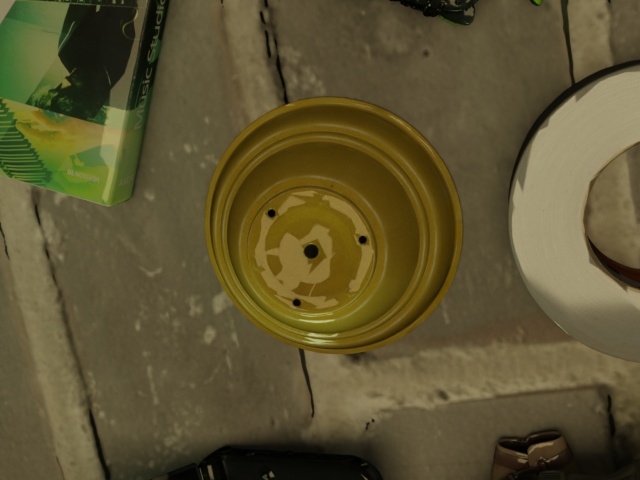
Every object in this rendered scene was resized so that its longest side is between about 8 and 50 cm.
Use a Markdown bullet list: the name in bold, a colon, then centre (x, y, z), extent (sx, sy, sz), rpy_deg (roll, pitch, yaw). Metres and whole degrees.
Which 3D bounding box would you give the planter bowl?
- **planter bowl**: centre (0.000, 0.000, 0.759), extent (0.217, 0.090, 0.217), rpy_deg (3, 103, 11)

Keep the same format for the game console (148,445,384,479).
- **game console**: centre (-0.064, 0.338, 0.794), extent (0.250, 0.173, 0.293), rpy_deg (-6, 103, 36)

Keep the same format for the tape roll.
- **tape roll**: centre (0.249, -0.023, 0.714), extent (0.219, 0.072, 0.219), rpy_deg (3, 103, 11)

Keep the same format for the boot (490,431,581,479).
- **boot**: centre (0.199, 0.199, 0.789), extent (0.119, 0.042, 0.087), rpy_deg (-8, 100, 14)

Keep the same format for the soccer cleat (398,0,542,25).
- **soccer cleat**: centre (0.079, -0.193, 0.717), extent (0.179, 0.060, 0.072), rpy_deg (-5, 103, 9)

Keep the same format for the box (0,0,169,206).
- **box**: centre (-0.236, -0.209, 0.775), extent (0.232, 0.058, 0.322), rpy_deg (15, 105, 8)

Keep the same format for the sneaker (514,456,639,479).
- **sneaker**: centre (0.218, 0.231, 0.712), extent (0.297, 0.111, 0.129), rpy_deg (-24, 100, 26)
